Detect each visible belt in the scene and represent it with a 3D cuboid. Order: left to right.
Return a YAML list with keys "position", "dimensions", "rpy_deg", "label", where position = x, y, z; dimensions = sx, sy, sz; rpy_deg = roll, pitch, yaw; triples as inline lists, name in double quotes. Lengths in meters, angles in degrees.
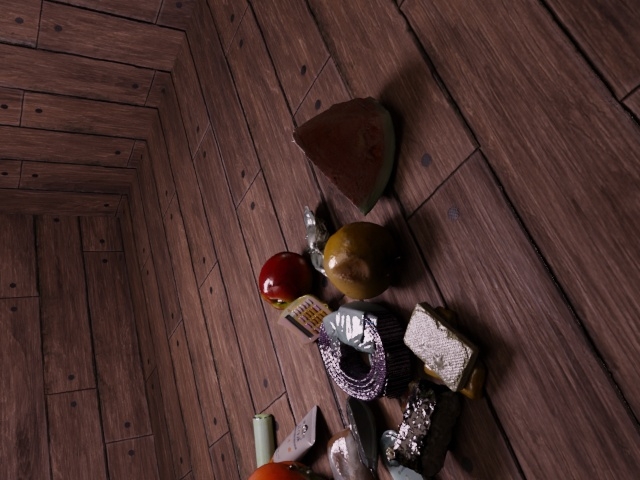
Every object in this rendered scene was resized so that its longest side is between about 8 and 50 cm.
- position: [0.117, 0.303, 1.495]
  dimensions: [0.325, 0.122, 0.260]
  rpy_deg: [6, 101, 59]
  label: "belt"

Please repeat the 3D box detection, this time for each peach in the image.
- position: [-0.115, 0.125, 1.797]
  dimensions: [0.197, 0.197, 0.197]
  rpy_deg: [-1, 89, 56]
  label: "peach"

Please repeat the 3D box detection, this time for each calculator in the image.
- position: [-0.036, 0.249, 1.727]
  dimensions: [0.157, 0.033, 0.236]
  rpy_deg: [42, 137, -6]
  label: "calculator"

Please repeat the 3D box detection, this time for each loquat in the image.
- position: [0.107, 0.054, 1.440]
  dimensions: [0.213, 0.213, 0.213]
  rpy_deg: [-1, 89, 56]
  label: "loquat"

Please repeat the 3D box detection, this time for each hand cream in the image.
- position: [-0.078, 0.697, 1.810]
  dimensions: [0.314, 0.089, 0.139]
  rpy_deg: [-58, 17, 31]
  label: "hand cream"

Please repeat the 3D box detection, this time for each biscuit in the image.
- position: [0.276, 0.244, 1.258]
  dimensions: [0.199, 0.041, 0.121]
  rpy_deg: [42, 125, 48]
  label: "biscuit"
- position: [0.318, 0.265, 1.264]
  dimensions: [0.183, 0.039, 0.174]
  rpy_deg: [27, 110, 53]
  label: "biscuit"

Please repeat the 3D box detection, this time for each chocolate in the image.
- position: [0.086, 0.683, 1.568]
  dimensions: [0.157, 0.080, 0.254]
  rpy_deg: [-51, 49, 43]
  label: "chocolate"

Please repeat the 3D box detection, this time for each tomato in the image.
- position: [-0.105, 0.844, 1.647]
  dimensions: [0.321, 0.322, 0.321]
  rpy_deg: [-1, 89, 56]
  label: "tomato"

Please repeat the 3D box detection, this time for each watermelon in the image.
- position: [0.083, -0.233, 1.453]
  dimensions: [0.250, 0.293, 0.283]
  rpy_deg: [35, 122, 17]
  label: "watermelon"

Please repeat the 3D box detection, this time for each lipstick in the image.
- position: [-0.203, 0.805, 2.009]
  dimensions: [0.076, 0.076, 0.304]
  rpy_deg: [-23, 71, 54]
  label: "lipstick"

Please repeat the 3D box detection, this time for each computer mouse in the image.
- position: [0.128, 0.532, 1.499]
  dimensions: [0.126, 0.071, 0.231]
  rpy_deg: [90, 163, -57]
  label: "computer mouse"

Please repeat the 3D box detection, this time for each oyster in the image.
- position: [-0.003, 0.000, 1.701]
  dimensions: [0.252, 0.087, 0.199]
  rpy_deg: [-151, 56, -61]
  label: "oyster"

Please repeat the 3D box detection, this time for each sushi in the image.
- position: [0.253, 0.439, 1.277]
  dimensions: [0.115, 0.147, 0.212]
  rpy_deg: [13, 90, 51]
  label: "sushi"

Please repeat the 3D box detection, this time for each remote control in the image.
- position: [0.231, 0.600, 1.377]
  dimensions: [0.247, 0.052, 0.104]
  rpy_deg: [58, 133, 39]
  label: "remote control"
